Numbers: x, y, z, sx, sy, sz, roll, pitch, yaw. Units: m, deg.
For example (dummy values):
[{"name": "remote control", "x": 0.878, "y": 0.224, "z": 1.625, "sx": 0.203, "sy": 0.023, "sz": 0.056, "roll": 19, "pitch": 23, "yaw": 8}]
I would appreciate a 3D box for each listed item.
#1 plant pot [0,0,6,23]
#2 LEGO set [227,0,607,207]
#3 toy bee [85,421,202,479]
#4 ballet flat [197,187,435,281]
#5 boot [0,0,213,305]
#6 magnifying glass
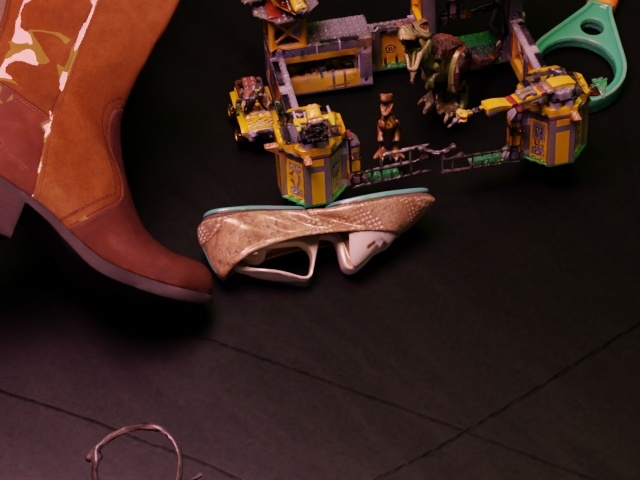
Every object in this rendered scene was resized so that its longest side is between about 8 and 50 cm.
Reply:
[{"name": "plant pot", "x": -0.284, "y": -0.164, "z": 1.713, "sx": 0.229, "sy": 0.263, "sz": 0.263, "roll": 13, "pitch": 48, "yaw": -16}, {"name": "LEGO set", "x": 0.078, "y": -0.184, "z": 1.741, "sx": 0.331, "sy": 0.192, "sz": 0.255, "roll": -5, "pitch": 43, "yaw": -1}, {"name": "toy bee", "x": -0.152, "y": 0.298, "z": 1.387, "sx": 0.298, "sy": 0.162, "sz": 0.195, "roll": -44, "pitch": 70, "yaw": -5}, {"name": "ballet flat", "x": 0.000, "y": 0.000, "z": 1.696, "sx": 0.206, "sy": 0.073, "sz": 0.067, "roll": -8, "pitch": 77, "yaw": -7}, {"name": "boot", "x": -0.164, "y": -0.104, "z": 1.629, "sx": 0.264, "sy": 0.096, "sz": 0.280, "roll": 24, "pitch": 76, "yaw": -18}, {"name": "magnifying glass", "x": 0.261, "y": -0.206, "z": 1.905, "sx": 0.092, "sy": 0.026, "sz": 0.231, "roll": 17, "pitch": 50, "yaw": 11}]
